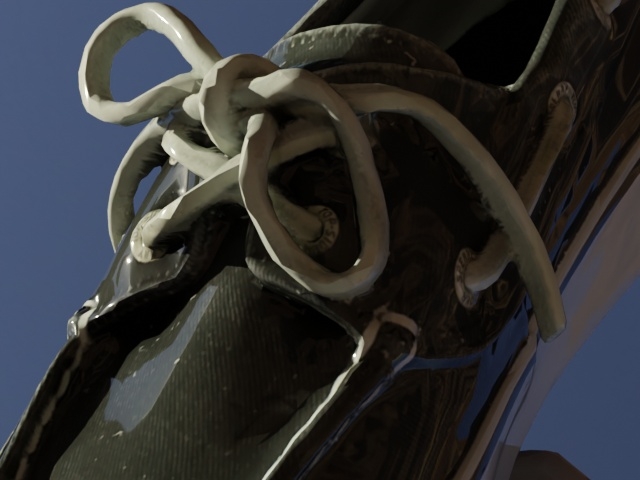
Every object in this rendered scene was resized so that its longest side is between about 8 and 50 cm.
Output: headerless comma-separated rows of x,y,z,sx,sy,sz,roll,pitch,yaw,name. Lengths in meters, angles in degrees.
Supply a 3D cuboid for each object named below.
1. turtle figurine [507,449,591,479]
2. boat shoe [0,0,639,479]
-0.086,0.112,0.532,0.266,0.198,0.275,31,-85,15,turtle figurine
0.004,0.000,0.392,0.113,0.105,0.306,9,-139,39,boat shoe
